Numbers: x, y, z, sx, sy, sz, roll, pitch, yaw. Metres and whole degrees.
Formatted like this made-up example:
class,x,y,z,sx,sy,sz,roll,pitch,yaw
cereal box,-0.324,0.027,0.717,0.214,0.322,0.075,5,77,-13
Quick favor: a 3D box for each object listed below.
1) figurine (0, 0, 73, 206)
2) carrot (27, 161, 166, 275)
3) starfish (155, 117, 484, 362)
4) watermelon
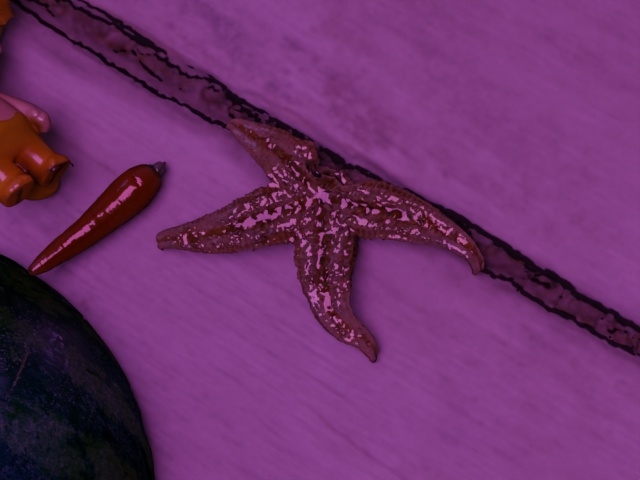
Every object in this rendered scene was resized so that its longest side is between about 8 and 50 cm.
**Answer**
class,x,y,z,sx,sy,sz,roll,pitch,yaw
figurine,-0.301,-0.136,1.564,0.156,0.131,0.246,-30,79,-26
carrot,-0.180,-0.017,1.570,0.142,0.035,0.035,-40,80,0
starfish,-0.001,0.001,1.532,0.247,0.050,0.138,29,95,15
watermelon,-0.221,0.206,1.524,0.222,0.319,0.292,24,100,-23
